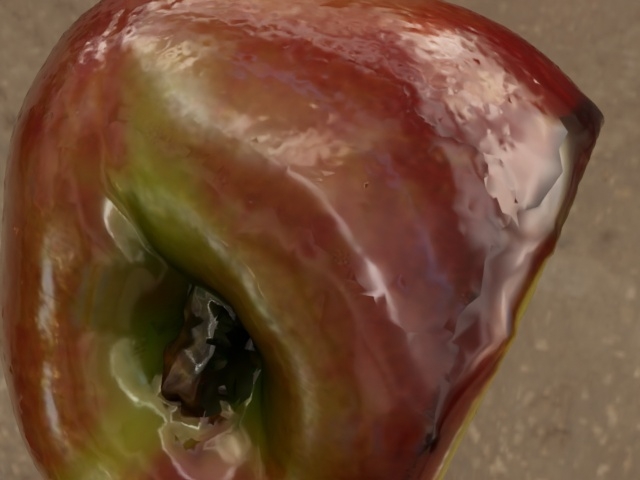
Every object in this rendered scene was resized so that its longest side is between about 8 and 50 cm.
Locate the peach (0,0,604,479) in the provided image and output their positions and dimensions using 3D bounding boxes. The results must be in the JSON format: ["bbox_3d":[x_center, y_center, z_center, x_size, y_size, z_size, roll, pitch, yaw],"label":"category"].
[{"bbox_3d":[0.000,0.000,0.633,0.245,0.248,0.274,55,24,7],"label":"peach"}]
